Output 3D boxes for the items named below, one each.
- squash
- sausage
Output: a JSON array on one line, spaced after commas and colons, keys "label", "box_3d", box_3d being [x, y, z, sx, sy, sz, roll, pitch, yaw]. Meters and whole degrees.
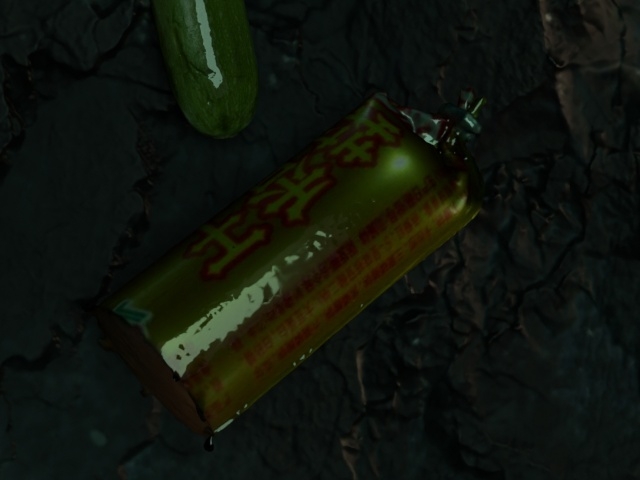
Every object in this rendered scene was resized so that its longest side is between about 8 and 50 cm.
[{"label": "squash", "box_3d": [-0.091, -0.188, 0.919, 0.069, 0.069, 0.238, -13, 91, -15]}, {"label": "sausage", "box_3d": [0.001, 0.001, 0.902, 0.317, 0.117, 0.125, -39, 57, -13]}]
